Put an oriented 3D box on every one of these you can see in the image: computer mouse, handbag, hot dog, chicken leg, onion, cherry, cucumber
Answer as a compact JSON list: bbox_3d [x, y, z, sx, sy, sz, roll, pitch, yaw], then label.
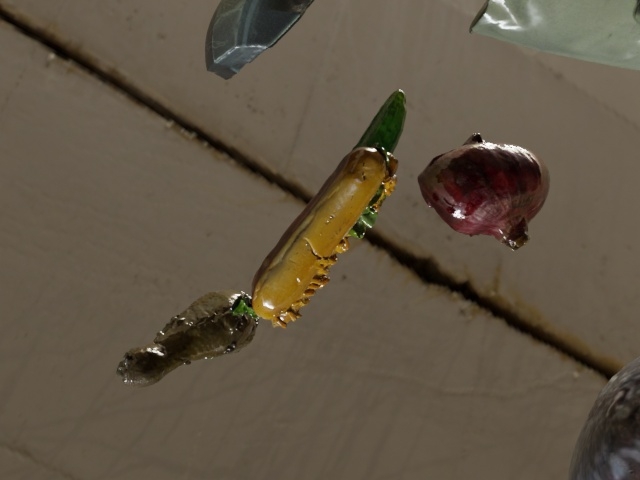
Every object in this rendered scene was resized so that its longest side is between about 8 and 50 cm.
[{"bbox_3d":[-0.056,-0.263,1.236,0.071,0.126,0.231,44,-124,-14],"label":"computer mouse"},{"bbox_3d":[0.330,-0.261,1.088,0.315,0.253,0.109,9,-127,-23],"label":"handbag"},{"bbox_3d":[0.000,0.000,0.957,0.055,0.072,0.188,37,-90,0],"label":"hot dog"},{"bbox_3d":[-0.142,0.108,1.266,0.085,0.069,0.198,37,-137,27],"label":"chicken leg"},{"bbox_3d":[0.229,-0.071,1.465,0.206,0.098,0.151,-13,-120,-48],"label":"onion"},{"bbox_3d":[0.377,0.240,1.207,0.218,0.255,0.296,17,-137,20],"label":"cherry"},{"bbox_3d":[0.039,-0.069,1.073,0.039,0.039,0.168,36,-107,-9],"label":"cucumber"}]
